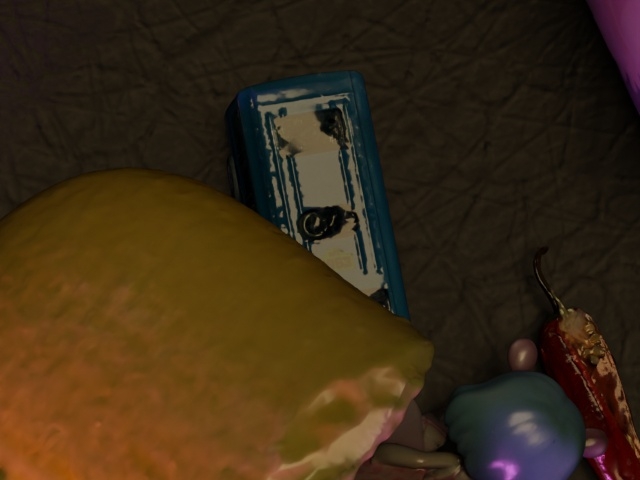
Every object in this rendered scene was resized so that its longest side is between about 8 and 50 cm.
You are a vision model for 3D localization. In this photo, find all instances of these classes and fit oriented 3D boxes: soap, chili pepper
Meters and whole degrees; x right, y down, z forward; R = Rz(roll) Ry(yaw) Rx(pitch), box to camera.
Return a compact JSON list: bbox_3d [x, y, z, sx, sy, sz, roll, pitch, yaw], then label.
[{"bbox_3d":[-0.129,0.105,1.239,0.427,0.115,0.306,31,82,40],"label":"soap"},{"bbox_3d":[0.219,0.131,1.401,0.050,0.059,0.268,-25,88,31],"label":"chili pepper"}]

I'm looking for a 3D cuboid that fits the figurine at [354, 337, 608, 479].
[{"bbox_3d":[0.104,0.211,1.347,0.260,0.103,0.205,-37,86,0],"label":"figurine"}]

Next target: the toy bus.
[{"bbox_3d":[0.000,0.000,1.347,0.113,0.134,0.246,-9,82,-8],"label":"toy bus"}]

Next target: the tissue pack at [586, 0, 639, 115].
[{"bbox_3d":[0.275,-0.231,1.358,0.125,0.242,0.344,-24,86,-6],"label":"tissue pack"}]
